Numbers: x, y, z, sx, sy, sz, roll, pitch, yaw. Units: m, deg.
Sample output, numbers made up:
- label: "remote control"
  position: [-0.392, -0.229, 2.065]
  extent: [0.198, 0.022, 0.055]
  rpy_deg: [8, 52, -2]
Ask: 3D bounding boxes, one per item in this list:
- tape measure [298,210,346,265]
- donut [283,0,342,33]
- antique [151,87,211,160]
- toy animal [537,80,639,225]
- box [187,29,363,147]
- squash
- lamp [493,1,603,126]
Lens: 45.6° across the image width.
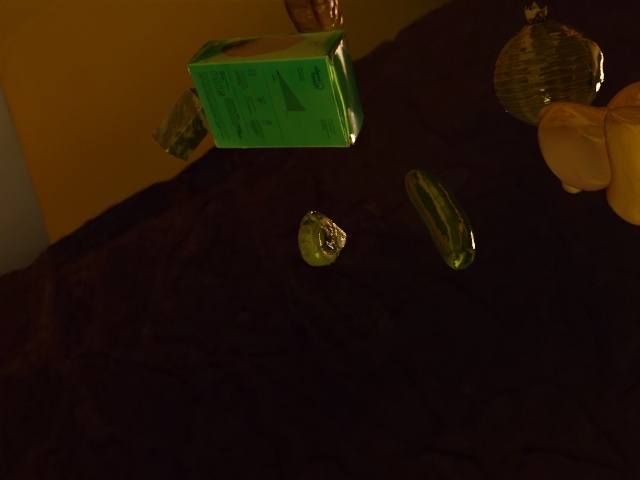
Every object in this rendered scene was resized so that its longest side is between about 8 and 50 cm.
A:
- label: "tape measure"
  position: [0.000, 0.000, 2.240]
  extent: [0.177, 0.087, 0.154]
  rpy_deg: [42, -128, -42]
- label: "donut"
  position: [-0.022, -0.585, 1.758]
  extent: [0.226, 0.113, 0.227]
  rpy_deg: [-9, -90, -76]
- label: "antique"
  position: [-0.359, -0.320, 2.075]
  extent: [0.086, 0.183, 0.088]
  rpy_deg: [46, -170, 31]
- label: "toy animal"
  position: [0.621, -0.191, 1.493]
  extent: [0.277, 0.247, 0.345]
  rpy_deg: [52, 165, -21]
- label: "box"
  position: [-0.083, -0.296, 1.514]
  extent: [0.118, 0.311, 0.205]
  rpy_deg: [-65, -32, -42]
- label: "squash"
  position: [0.234, -0.048, 1.474]
  extent: [0.082, 0.082, 0.292]
  rpy_deg: [44, -164, -38]
- label: "lamp"
  position: [0.516, -0.407, 1.762]
  extent: [0.250, 0.250, 0.284]
  rpy_deg: [-43, -61, -67]
